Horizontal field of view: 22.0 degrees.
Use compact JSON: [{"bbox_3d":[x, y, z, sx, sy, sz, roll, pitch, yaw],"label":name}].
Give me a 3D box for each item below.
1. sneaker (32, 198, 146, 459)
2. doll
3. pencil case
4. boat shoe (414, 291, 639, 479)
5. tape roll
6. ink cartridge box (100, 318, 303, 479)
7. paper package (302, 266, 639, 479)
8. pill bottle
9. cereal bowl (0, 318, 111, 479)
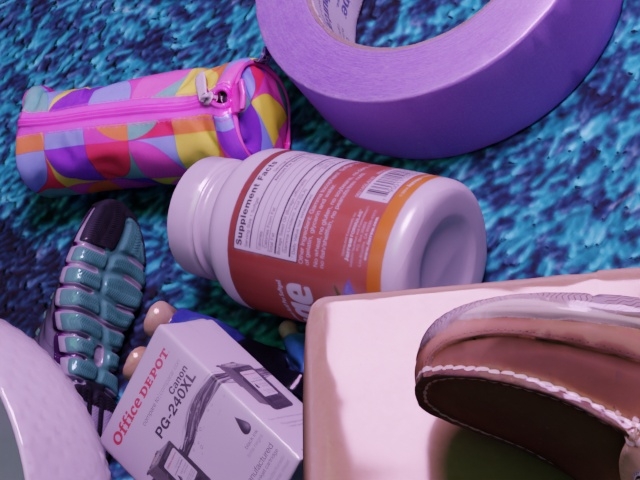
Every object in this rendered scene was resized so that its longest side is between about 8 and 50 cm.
[{"bbox_3d":[-0.203,0.072,1.281,0.098,0.083,0.224,-9,60,31],"label":"sneaker"},{"bbox_3d":[-0.058,0.112,1.194,0.189,0.046,0.129,21,85,35],"label":"doll"},{"bbox_3d":[-0.136,-0.091,1.321,0.236,0.104,0.104,-7,60,29],"label":"pencil case"},{"bbox_3d":[0.191,0.115,0.781,0.324,0.123,0.116,15,65,17],"label":"boat shoe"},{"bbox_3d":[0.090,-0.202,1.265,0.275,0.090,0.275,-14,56,22],"label":"tape roll"},{"bbox_3d":[-0.070,0.141,1.134,0.150,0.063,0.109,40,113,28],"label":"ink cartridge box"},{"bbox_3d":[0.147,0.195,0.904,0.309,0.168,0.325,-5,59,4],"label":"paper package"},{"bbox_3d":[0.000,0.000,1.178,0.216,0.121,0.121,12,70,35],"label":"pill bottle"},{"bbox_3d":[-0.262,0.207,1.163,0.339,0.141,0.339,-5,82,39],"label":"cereal bowl"}]
